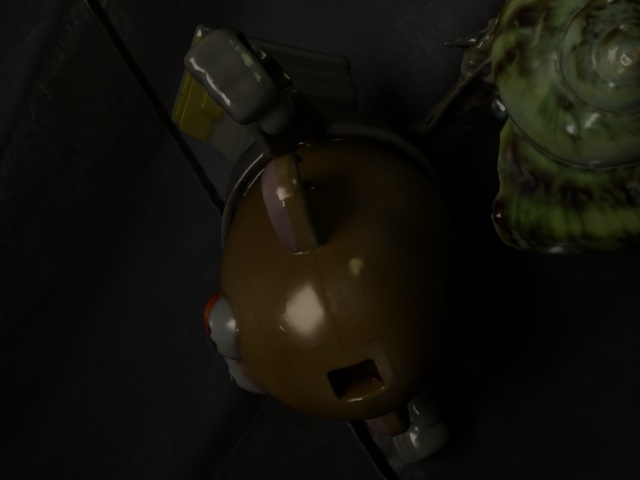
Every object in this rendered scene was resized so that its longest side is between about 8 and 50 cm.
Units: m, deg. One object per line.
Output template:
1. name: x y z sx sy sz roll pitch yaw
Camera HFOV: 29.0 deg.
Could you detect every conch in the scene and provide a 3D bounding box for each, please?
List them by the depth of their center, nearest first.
1. conch: 0.160 -0.070 0.668 0.124 0.181 0.187 33 99 40

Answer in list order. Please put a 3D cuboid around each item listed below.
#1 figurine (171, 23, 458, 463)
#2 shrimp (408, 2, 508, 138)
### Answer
1. figurine: 0.001 -0.001 0.797 0.167 0.342 0.285 -43 35 15
2. shrimp: 0.131 -0.219 0.757 0.247 0.085 0.360 43 123 28
